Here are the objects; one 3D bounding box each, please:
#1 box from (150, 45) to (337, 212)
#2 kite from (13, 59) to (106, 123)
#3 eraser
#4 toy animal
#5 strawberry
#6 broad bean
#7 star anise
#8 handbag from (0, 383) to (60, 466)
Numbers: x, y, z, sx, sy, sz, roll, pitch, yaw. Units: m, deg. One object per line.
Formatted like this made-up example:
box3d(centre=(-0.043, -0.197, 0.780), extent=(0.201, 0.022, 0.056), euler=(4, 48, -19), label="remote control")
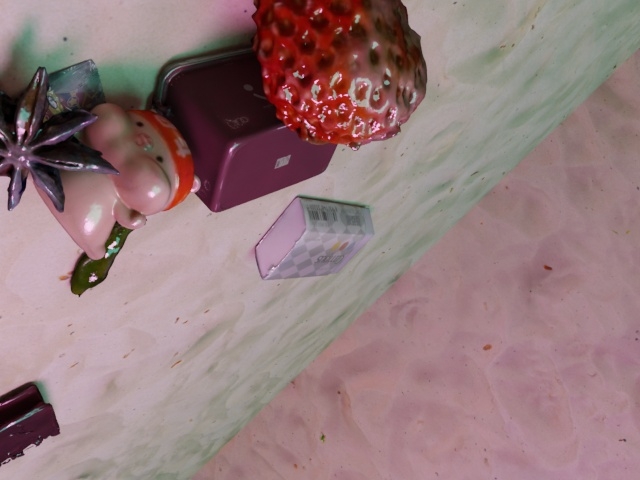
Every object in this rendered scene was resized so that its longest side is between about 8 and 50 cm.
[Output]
box3d(centre=(-0.104, -0.177, 0.978), extent=(0.294, 0.167, 0.193), euler=(-25, 156, -36), label="box")
box3d(centre=(-0.336, -0.140, 0.858), extent=(0.141, 0.015, 0.245), euler=(-35, 159, -14), label="kite")
box3d(centre=(-0.001, 0.000, 1.638), extent=(0.213, 0.082, 0.397), euler=(-48, 158, 20), label="eraser")
box3d(centre=(-0.270, -0.088, 0.837), extent=(0.198, 0.171, 0.171), euler=(-36, 159, -14), label="toy animal")
box3d(centre=(0.040, -0.290, 0.829), extent=(0.265, 0.149, 0.336), euler=(-33, 121, -33), label="strawberry")
box3d(centre=(-0.380, 0.029, 1.081), extent=(0.195, 0.046, 0.061), euler=(-46, 157, 9), label="broad bean")
box3d(centre=(-0.345, -0.121, 0.717), extent=(0.205, 0.061, 0.180), euler=(-6, 121, -5), label="star anise")
box3d(centre=(-0.666, 0.407, 1.307), extent=(0.203, 0.074, 0.216), euler=(-29, 158, -30), label="handbag")
